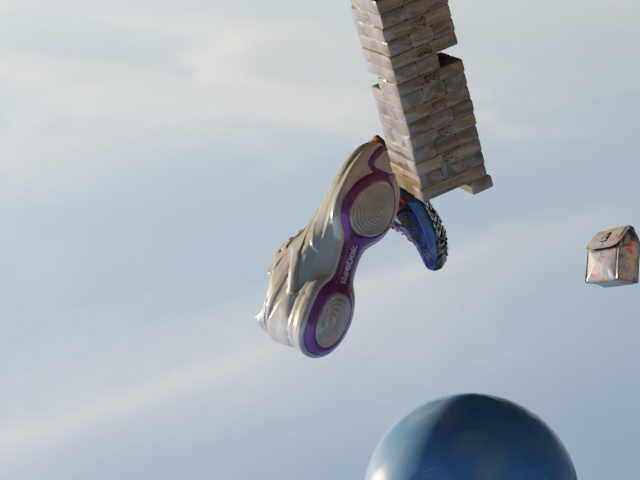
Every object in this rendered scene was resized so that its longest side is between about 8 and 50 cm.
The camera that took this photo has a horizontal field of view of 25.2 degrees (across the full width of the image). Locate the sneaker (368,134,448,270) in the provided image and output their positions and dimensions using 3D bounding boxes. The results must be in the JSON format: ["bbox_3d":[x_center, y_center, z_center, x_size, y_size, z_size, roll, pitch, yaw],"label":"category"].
[{"bbox_3d":[0.114,-0.045,2.096,0.087,0.221,0.083,-35,161,14],"label":"sneaker"}]

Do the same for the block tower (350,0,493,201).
[{"bbox_3d":[0.109,-0.206,1.686,0.097,0.335,0.091,-23,-157,-14],"label":"block tower"}]

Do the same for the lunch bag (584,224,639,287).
[{"bbox_3d":[0.416,0.022,2.043,0.053,0.083,0.071,15,167,-30],"label":"lunch bag"}]

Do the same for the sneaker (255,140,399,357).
[{"bbox_3d":[0.000,0.000,1.923,0.152,0.305,0.114,14,166,46],"label":"sneaker"}]

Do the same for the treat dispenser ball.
[{"bbox_3d":[0.200,0.346,1.904,0.288,0.288,0.288,3,-163,-1],"label":"treat dispenser ball"}]
